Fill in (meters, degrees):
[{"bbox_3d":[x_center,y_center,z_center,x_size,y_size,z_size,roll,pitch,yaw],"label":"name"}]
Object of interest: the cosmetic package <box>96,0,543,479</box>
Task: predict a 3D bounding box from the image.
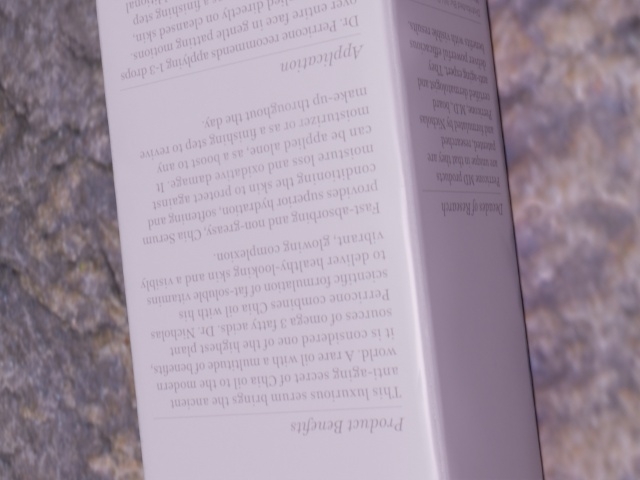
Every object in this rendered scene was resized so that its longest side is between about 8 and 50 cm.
[{"bbox_3d":[0.000,0.000,0.804,0.230,0.161,0.453,-7,87,31],"label":"cosmetic package"}]
